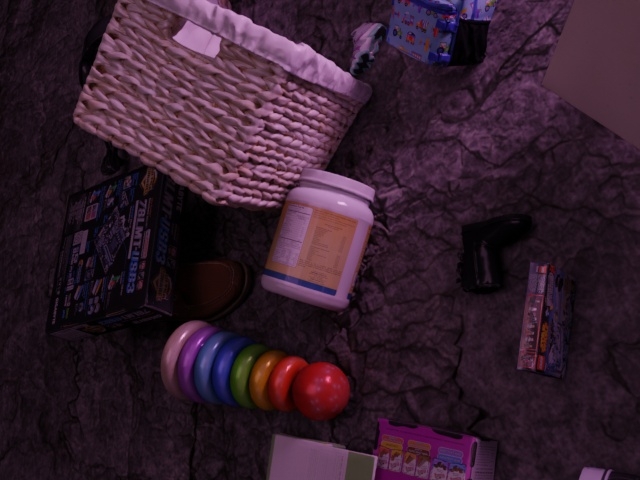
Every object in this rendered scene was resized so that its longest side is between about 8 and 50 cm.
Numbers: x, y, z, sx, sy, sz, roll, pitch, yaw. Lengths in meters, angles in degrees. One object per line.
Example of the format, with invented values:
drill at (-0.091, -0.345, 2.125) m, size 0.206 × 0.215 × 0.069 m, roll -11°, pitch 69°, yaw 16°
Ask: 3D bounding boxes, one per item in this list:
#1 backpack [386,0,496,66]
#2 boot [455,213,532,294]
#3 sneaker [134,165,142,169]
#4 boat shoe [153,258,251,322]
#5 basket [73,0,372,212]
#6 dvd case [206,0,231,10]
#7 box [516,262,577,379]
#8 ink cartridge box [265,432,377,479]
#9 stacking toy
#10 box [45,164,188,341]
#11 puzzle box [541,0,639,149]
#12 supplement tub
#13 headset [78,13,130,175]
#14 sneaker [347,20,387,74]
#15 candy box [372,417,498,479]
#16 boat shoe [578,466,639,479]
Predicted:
backpack at (0.186, -0.363, 1.220) m, size 0.158 × 0.117 × 0.173 m, roll 45°, pitch 137°, yaw 39°
boot at (0.243, 0.020, 1.138) m, size 0.121 × 0.045 × 0.099 m, roll -15°, pitch 65°, yaw 44°
sneaker at (-0.389, -0.070, 1.668) m, size 0.270 × 0.090 × 0.144 m, roll -4°, pitch 70°, yaw 39°
boat shoe at (-0.266, 0.097, 1.498) m, size 0.307 × 0.104 × 0.110 m, roll -18°, pitch 65°, yaw 35°
basket at (-0.151, -0.224, 1.306) m, size 0.328 × 0.331 × 0.266 m, roll 30°, pitch 99°, yaw 20°
dvd case at (-0.209, -0.442, 1.538) m, size 0.022 × 0.253 × 0.180 m, roll -2°, pitch 72°, yaw 8°
box at (0.290, 0.104, 1.040) m, size 0.027 × 0.094 × 0.136 m, roll 2°, pitch 77°, yaw 40°
ink cartridge box at (0.006, 0.383, 1.194) m, size 0.235 × 0.056 × 0.171 m, roll -4°, pitch 74°, yaw 47°
stacking toy at (-0.096, 0.217, 1.317) m, size 0.331 × 0.141 × 0.141 m, roll 5°, pitch 80°, yaw 34°
box at (-0.375, 0.019, 1.504) m, size 0.293 × 0.073 × 0.295 m, roll -16°, pitch 61°, yaw 34°
puzzle box at (0.456, -0.196, 0.911) m, size 0.409 × 0.052 × 0.272 m, roll 45°, pitch 138°, yaw 33°
supplement tub at (0.000, 0.000, 1.281) m, size 0.144 × 0.144 × 0.199 m, roll 14°, pitch 85°, yaw 42°
headset at (-0.370, -0.291, 1.631) m, size 0.394 × 0.244 × 0.185 m, roll -41°, pitch 43°, yaw 51°
sneaker at (0.066, -0.333, 1.404) m, size 0.069 × 0.038 × 0.098 m, roll 31°, pitch 88°, yaw 43°
candy box at (0.141, 0.369, 1.096) m, size 0.159 × 0.071 × 0.233 m, roll 3°, pitch 78°, yaw 40°
boat shoe at (0.327, 0.413, 0.905) m, size 0.105 × 0.113 × 0.306 m, roll 2°, pitch 62°, yaw 34°
